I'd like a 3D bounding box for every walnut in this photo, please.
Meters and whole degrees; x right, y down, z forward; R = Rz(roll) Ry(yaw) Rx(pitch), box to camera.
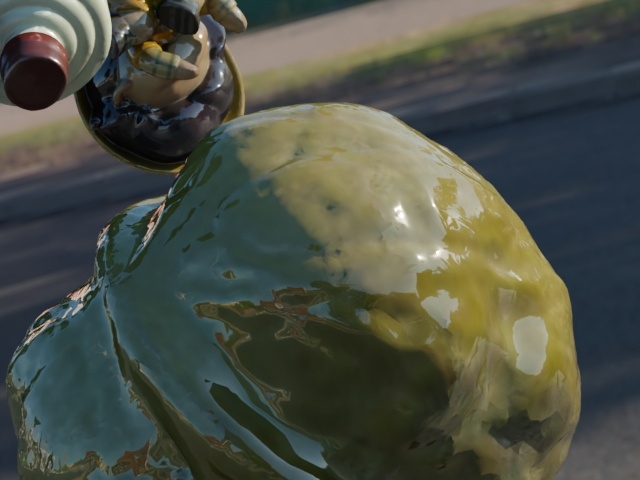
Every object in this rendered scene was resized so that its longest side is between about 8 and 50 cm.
[{"bbox_3d":[-0.010,0.077,1.060,0.282,0.253,0.277,-27,-41,37],"label":"walnut"}]

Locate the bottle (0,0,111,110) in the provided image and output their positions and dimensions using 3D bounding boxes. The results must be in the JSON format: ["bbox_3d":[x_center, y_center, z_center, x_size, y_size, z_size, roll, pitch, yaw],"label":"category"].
[{"bbox_3d":[-0.192,-0.161,1.274,0.104,0.104,0.245,-15,35,-2],"label":"bottle"}]

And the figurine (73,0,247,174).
[{"bbox_3d":[-0.167,-0.187,2.005,0.192,0.257,0.167,-36,61,-25],"label":"figurine"}]
